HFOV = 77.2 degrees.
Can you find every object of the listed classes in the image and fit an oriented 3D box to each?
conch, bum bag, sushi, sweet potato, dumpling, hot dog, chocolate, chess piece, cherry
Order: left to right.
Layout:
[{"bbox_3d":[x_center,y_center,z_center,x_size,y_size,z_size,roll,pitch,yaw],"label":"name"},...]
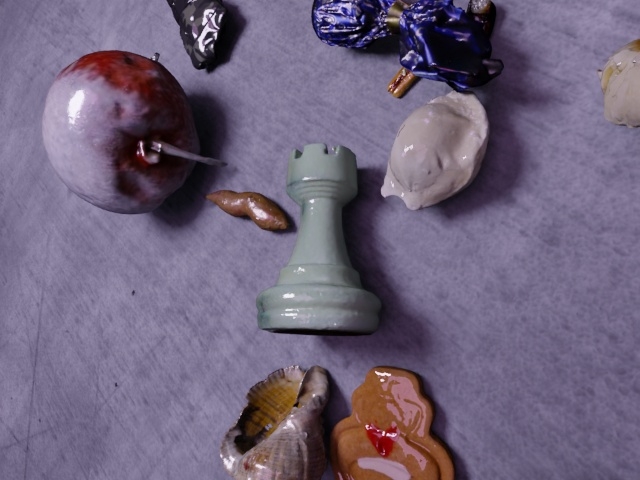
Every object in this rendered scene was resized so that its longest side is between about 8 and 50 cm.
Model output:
[{"bbox_3d":[-0.419,-0.214,0.852,0.335,0.291,0.326,-9,90,46],"label":"cherry"},{"bbox_3d":[-0.297,-0.553,0.920,0.144,0.095,0.340,-40,65,35],"label":"bum bag"},{"bbox_3d":[-0.149,-0.071,0.804,0.218,0.051,0.065,22,97,28],"label":"sweet potato"},{"bbox_3d":[-0.064,0.317,0.661,0.178,0.163,0.245,20,64,13],"label":"conch"},{"bbox_3d":[0.000,0.000,0.651,0.195,0.195,0.299,-7,72,28],"label":"chess piece"},{"bbox_3d":[0.149,-0.283,0.685,0.083,0.021,0.037,-48,66,17],"label":"hot dog"},{"bbox_3d":[0.135,-0.328,0.615,0.343,0.148,0.126,41,143,34],"label":"chocolate"},{"bbox_3d":[0.175,-0.128,0.598,0.136,0.118,0.199,48,112,28],"label":"dumpling"},{"bbox_3d":[0.249,-0.338,0.634,0.046,0.044,0.083,14,93,7],"label":"sushi"}]

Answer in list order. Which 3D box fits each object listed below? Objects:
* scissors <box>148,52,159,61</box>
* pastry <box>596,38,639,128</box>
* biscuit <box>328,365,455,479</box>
[{"bbox_3d":[-0.500,-0.358,1.047,0.109,0.022,0.300,41,103,22],"label":"scissors"},{"bbox_3d":[0.415,-0.192,0.458,0.166,0.166,0.088,-9,116,28],"label":"pastry"},{"bbox_3d":[0.102,0.367,0.620,0.202,0.047,0.333,3,85,29],"label":"biscuit"}]
